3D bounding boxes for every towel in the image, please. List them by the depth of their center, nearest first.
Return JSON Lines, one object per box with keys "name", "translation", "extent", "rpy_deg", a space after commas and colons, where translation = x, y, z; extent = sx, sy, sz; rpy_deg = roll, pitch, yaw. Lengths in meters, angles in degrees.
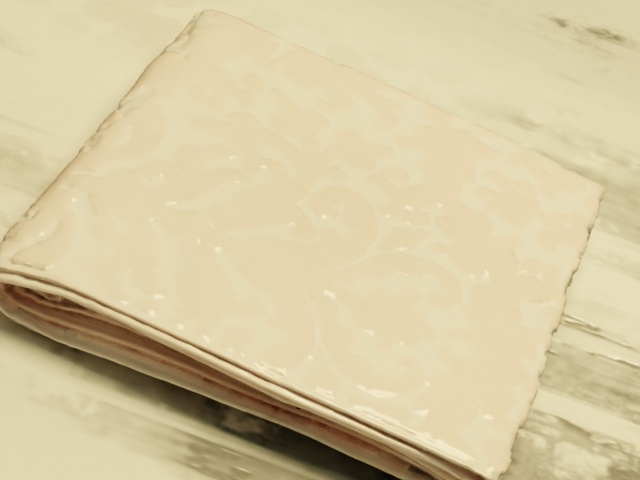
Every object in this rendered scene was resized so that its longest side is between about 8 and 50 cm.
{"name": "towel", "translation": [0.000, 0.000, 1.221], "extent": [0.317, 0.053, 0.332], "rpy_deg": [24, 37, 5]}
